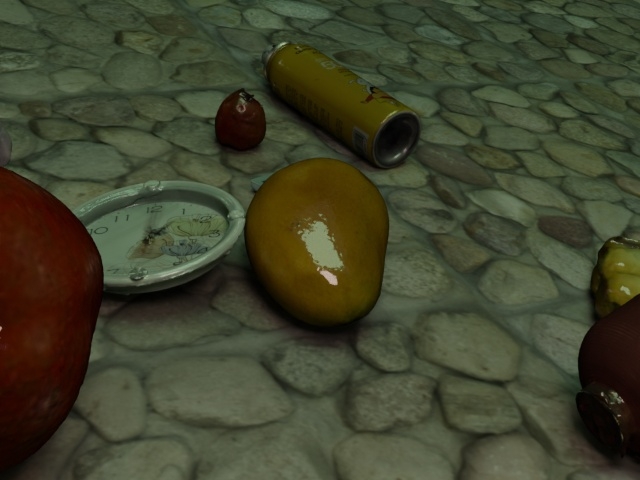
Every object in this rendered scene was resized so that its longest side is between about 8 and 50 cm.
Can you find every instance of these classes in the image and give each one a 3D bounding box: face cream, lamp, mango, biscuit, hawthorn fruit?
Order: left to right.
[{"bbox_3d":[-0.316,0.058,0.850,0.295,0.295,0.311,19,34,13],"label":"hawthorn fruit"},{"bbox_3d":[-0.120,-0.188,1.521,0.081,0.093,0.081,10,30,-6],"label":"hawthorn fruit"},{"bbox_3d":[-0.006,-0.003,1.201,0.176,0.139,0.254,10,35,2],"label":"mango"},{"bbox_3d":[0.015,-0.240,1.646,0.105,0.105,0.349,-13,38,-36],"label":"face cream"},{"bbox_3d":[0.387,0.130,1.051,0.258,0.180,0.180,-28,44,-17],"label":"lamp"},{"bbox_3d":[0.498,0.091,1.279,0.329,0.078,0.335,-12,37,-30],"label":"biscuit"}]

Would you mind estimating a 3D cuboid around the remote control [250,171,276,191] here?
[{"bbox_3d":[-0.023,-0.053,1.391,0.162,0.029,0.061,28,32,35],"label":"remote control"}]

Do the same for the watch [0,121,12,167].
[{"bbox_3d":[-0.511,-0.107,1.174,0.249,0.210,0.217,18,38,-5],"label":"watch"}]

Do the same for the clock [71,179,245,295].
[{"bbox_3d":[-0.204,0.002,1.186,0.237,0.053,0.236,-5,29,3],"label":"clock"}]
